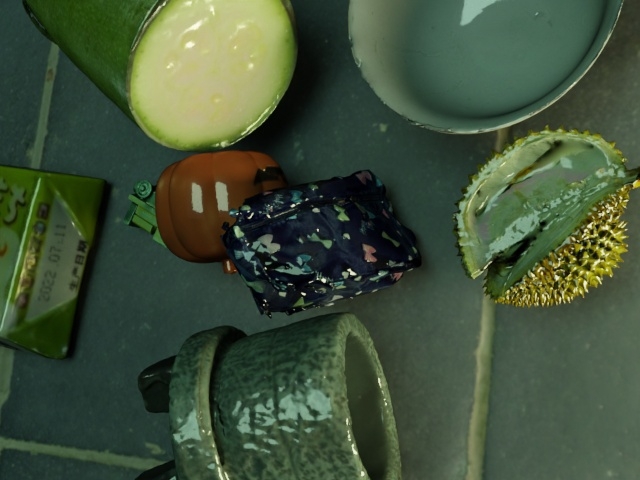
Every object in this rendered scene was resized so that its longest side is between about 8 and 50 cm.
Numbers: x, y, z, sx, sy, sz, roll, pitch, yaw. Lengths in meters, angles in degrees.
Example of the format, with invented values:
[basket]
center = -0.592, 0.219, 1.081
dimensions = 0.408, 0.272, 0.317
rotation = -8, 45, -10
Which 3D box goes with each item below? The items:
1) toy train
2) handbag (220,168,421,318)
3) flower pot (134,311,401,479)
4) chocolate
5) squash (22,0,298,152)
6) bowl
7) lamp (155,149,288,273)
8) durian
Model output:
[toy train]
center = -0.237, -0.040, 1.518
dimensions = 0.122, 0.050, 0.081
rotation = 28, 100, 29
[handbag]
center = 0.000, 0.000, 1.279
dimensions = 0.113, 0.260, 0.162
rotation = -46, 65, 50
[flower pot]
center = -0.064, 0.229, 1.245
dimensions = 0.282, 0.299, 0.299
rotation = -16, 71, 13
[chocolate]
center = -0.507, 0.015, 1.596
dimensions = 0.301, 0.137, 0.289
rotation = 8, 82, 29
[squash]
center = -0.231, -0.315, 1.422
dimensions = 0.263, 0.263, 0.384
rotation = -55, 47, 7
[bowl]
center = 0.219, -0.277, 1.263
dimensions = 0.345, 0.157, 0.345
rotation = -6, 76, 26
[lamp]
center = -0.128, -0.036, 1.376
dimensions = 0.187, 0.187, 0.164
rotation = -10, 83, 26
[durian]
center = 0.280, -0.025, 1.183
dimensions = 0.237, 0.138, 0.193
rotation = -21, 66, 26
